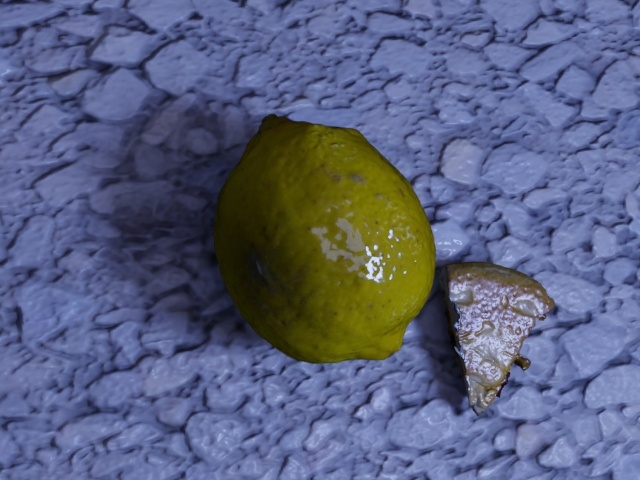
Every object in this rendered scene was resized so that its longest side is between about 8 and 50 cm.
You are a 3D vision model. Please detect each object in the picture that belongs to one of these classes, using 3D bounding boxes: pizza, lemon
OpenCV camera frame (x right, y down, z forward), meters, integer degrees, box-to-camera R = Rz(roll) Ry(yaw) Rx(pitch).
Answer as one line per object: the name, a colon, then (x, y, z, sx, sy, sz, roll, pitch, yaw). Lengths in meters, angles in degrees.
pizza: (0.210, 0.126, 1.628, 0.154, 0.069, 0.194, 11, 86, -18)
lemon: (0.000, 0.000, 1.472, 0.253, 0.253, 0.310, -29, 91, -21)
